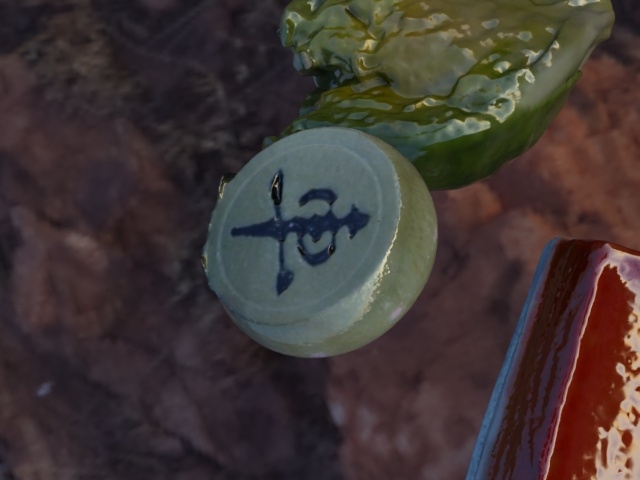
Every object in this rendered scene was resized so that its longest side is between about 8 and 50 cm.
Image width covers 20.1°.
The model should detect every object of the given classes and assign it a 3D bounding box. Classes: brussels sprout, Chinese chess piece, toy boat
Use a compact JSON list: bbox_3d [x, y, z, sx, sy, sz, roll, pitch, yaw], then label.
[{"bbox_3d":[0.056,-0.076,0.907,0.139,0.181,0.100,-116,19,-54],"label":"brussels sprout"},{"bbox_3d":[0.000,0.000,0.632,0.084,0.034,0.084,-15,57,24],"label":"Chinese chess piece"},{"bbox_3d":[0.116,0.170,0.794,0.133,0.145,0.332,143,141,-71],"label":"toy boat"}]
